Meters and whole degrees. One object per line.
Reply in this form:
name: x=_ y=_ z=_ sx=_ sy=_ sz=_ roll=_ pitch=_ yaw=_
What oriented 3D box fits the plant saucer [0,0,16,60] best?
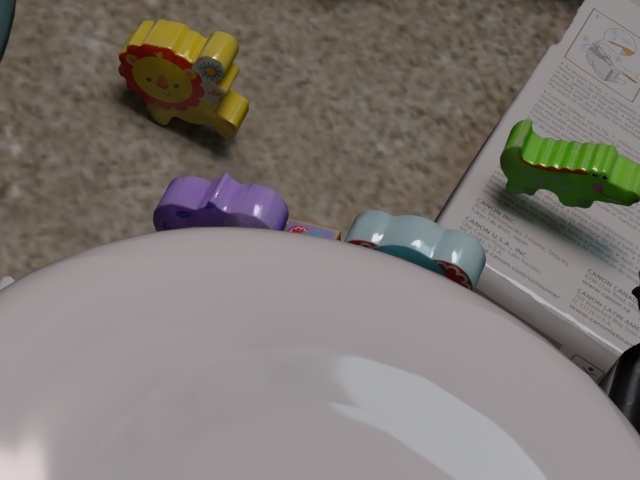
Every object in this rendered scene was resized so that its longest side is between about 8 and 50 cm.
plant saucer: x=-0.274 y=-0.142 z=0.730 sx=0.318 sy=0.043 sz=0.317 roll=11 pitch=54 yaw=-16

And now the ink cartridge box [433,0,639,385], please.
ink cartridge box: x=0.157 y=-0.008 z=0.822 sx=0.181 sy=0.056 sz=0.224 roll=33 pitch=46 yaw=1

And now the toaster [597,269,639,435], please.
toaster: x=0.150 y=0.138 z=0.673 sx=0.168 sy=0.110 sz=0.185 roll=27 pitch=51 yaw=-5

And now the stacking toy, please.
stacking toy: x=0.000 y=0.000 z=0.699 sx=0.221 sy=0.052 sz=0.167 roll=13 pitch=50 yaw=14

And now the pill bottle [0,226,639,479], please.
pill bottle: x=-0.050 y=0.150 z=0.439 sx=0.182 sy=0.323 sz=0.181 roll=12 pitch=53 yaw=-16
